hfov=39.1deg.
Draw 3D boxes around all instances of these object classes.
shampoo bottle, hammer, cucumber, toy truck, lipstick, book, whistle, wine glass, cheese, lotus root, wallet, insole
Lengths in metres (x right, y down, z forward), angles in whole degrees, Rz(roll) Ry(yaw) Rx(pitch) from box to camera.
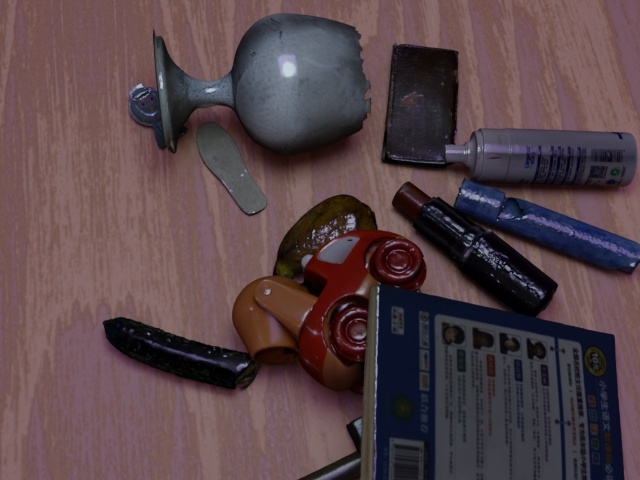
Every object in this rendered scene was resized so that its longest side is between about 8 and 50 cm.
[{"bbox_3d":[0.352,-0.136,1.469,0.304,0.092,0.092,2,67,-2],"label":"shampoo bottle"},{"bbox_3d":[-0.066,0.368,1.273,0.366,0.043,0.111,-23,69,-9],"label":"hammer"},{"bbox_3d":[-0.214,0.170,1.346,0.245,0.067,0.067,13,67,7],"label":"cucumber"},{"bbox_3d":[0.014,0.088,1.322,0.239,0.189,0.264,26,67,18],"label":"toy truck"},{"bbox_3d":[0.235,0.009,1.414,0.300,0.081,0.081,40,71,17],"label":"lipstick"},{"bbox_3d":[0.246,0.238,1.227,0.428,0.039,0.299,14,67,-26],"label":"book"},{"bbox_3d":[0.362,-0.021,1.441,0.304,0.062,0.062,22,68,8],"label":"whistle"},{"bbox_3d":[-0.093,-0.244,1.431,0.323,0.238,0.237,-9,67,-6],"label":"wine glass"},{"bbox_3d":[-0.281,-0.215,1.527,0.067,0.026,0.120,-36,78,-13],"label":"cheese"},{"bbox_3d":[0.000,0.000,1.409,0.191,0.094,0.108,-30,36,-8],"label":"lotus root"},{"bbox_3d":[0.173,-0.229,1.540,0.122,0.031,0.232,7,68,0],"label":"wallet"},{"bbox_3d":[-0.152,-0.121,1.499,0.063,0.010,0.192,-30,70,-13],"label":"insole"}]
